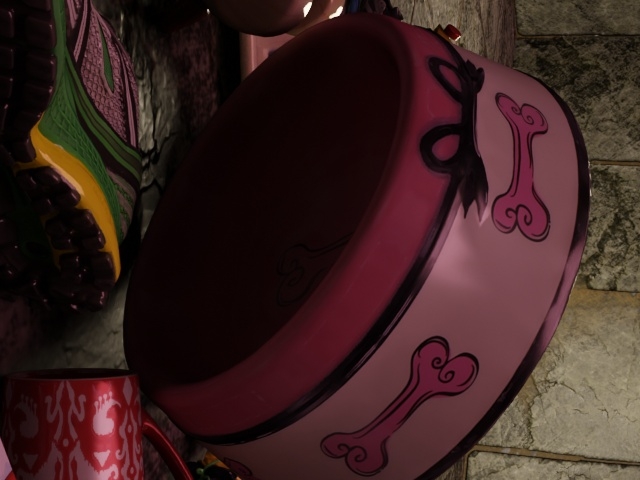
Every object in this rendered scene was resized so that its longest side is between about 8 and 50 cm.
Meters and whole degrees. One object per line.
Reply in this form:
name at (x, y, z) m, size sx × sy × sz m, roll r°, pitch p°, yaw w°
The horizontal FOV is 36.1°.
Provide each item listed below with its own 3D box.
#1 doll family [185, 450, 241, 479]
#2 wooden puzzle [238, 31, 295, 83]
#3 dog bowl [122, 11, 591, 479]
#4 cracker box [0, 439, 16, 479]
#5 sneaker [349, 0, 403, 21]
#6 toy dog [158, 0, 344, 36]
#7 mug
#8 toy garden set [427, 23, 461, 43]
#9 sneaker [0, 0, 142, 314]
doll family at (-0.092, 0.205, 0.975) m, size 0.076 × 0.111 × 0.192 m, roll 138°, pitch -39°, yaw -58°
wooden puzzle at (-0.007, -0.140, 1.154) m, size 0.322 × 0.081 × 0.347 m, roll -39°, pitch 126°, yaw -67°
dog bowl at (0.000, 0.000, 0.778) m, size 0.150 × 0.408 × 0.407 m, roll 33°, pitch 54°, yaw -29°
cracker box at (-0.245, 0.105, 0.491) m, size 0.155 × 0.067 × 0.232 m, roll -61°, pitch 148°, yaw -54°
sneaker at (0.081, -0.316, 1.454) m, size 0.067 × 0.078 × 0.188 m, roll 10°, pitch 85°, yaw -74°
toy dog at (-0.092, -0.310, 0.851) m, size 0.220 × 0.161 × 0.333 m, roll 35°, pitch 44°, yaw -67°
mug at (-0.165, 0.177, 0.695) m, size 0.150 × 0.113 × 0.169 m, roll 4°, pitch 85°, yaw -66°
toy garden set at (0.115, -0.232, 1.489) m, size 0.204 × 0.049 × 0.244 m, roll -48°, pitch -177°, yaw 30°
sneaker at (-0.187, -0.116, 0.580) m, size 0.343 × 0.134 × 0.146 m, roll 88°, pitch 9°, yaw -47°
